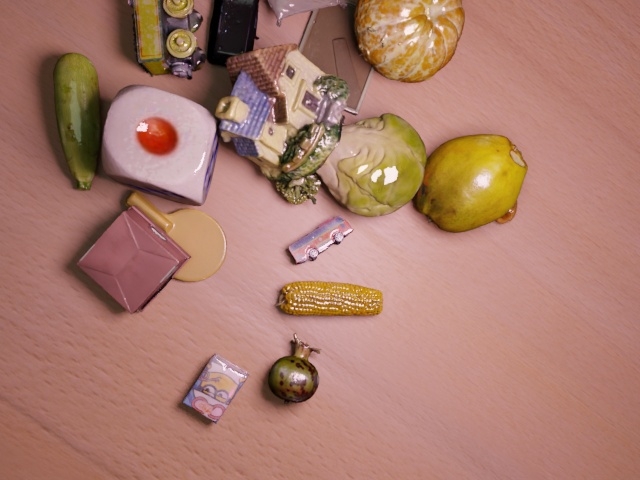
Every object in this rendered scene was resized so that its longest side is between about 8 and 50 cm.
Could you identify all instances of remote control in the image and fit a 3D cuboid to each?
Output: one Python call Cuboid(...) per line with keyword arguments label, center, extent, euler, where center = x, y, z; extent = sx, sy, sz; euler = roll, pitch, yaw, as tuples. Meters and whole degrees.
Cuboid(label="remote control", center=(-0.235, -0.700, 1.514), extent=(0.145, 0.062, 0.398), euler=(7, 86, -8))

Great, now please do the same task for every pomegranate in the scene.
Cuboid(label="pomegranate", center=(-0.067, 0.366, 1.456), extent=(0.148, 0.148, 0.169), euler=(35, 58, -5))

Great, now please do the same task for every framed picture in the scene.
Cuboid(label="framed picture", center=(0.057, -0.563, 1.566), extent=(0.241, 0.020, 0.324), euler=(20, 85, -6))

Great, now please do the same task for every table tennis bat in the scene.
Cuboid(label="table tennis bat", center=(-0.408, -0.022, 1.465), extent=(0.321, 0.050, 0.198), euler=(40, 85, -7))

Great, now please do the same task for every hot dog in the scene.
Cuboid(label="hot dog", center=(0.549, -0.122, 1.593), extent=(0.090, 0.060, 0.140), euler=(-15, 96, -12))

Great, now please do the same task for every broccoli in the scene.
Cuboid(label="broccoli", center=(-0.064, -0.167, 1.480), extent=(0.130, 0.120, 0.131), euler=(13, 89, 0))

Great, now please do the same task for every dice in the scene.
Cuboid(label="dice", center=(-0.407, -0.241, 1.376), extent=(0.259, 0.251, 0.243), euler=(15, 84, -7))

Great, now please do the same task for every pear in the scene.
Cuboid(label="pear", center=(0.420, -0.165, 1.484), extent=(0.321, 0.269, 0.269), euler=(-42, 93, 11))

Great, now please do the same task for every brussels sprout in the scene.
Cuboid(label="brussels sprout", center=(0.142, -0.203, 1.447), extent=(0.317, 0.242, 0.273), euler=(-11, 86, -10))

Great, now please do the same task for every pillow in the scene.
Cuboid(label="pillow", center=(-0.045, -0.722, 1.507), extent=(0.255, 0.059, 0.169), euler=(-24, 93, -17))

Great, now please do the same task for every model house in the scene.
Cuboid(label="model house", center=(-0.113, -0.347, 1.354), extent=(0.266, 0.261, 0.321), euler=(28, 77, -44))

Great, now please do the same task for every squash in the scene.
Cuboid(label="squash", center=(-0.654, -0.322, 1.415), extent=(0.119, 0.118, 0.370), euler=(-3, 90, -8))

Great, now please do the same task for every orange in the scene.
Cuboid(label="orange", center=(0.253, -0.612, 1.467), extent=(0.329, 0.249, 0.329), euler=(-5, 104, -22))

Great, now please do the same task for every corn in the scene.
Cuboid(label="corn", center=(0.026, 0.164, 1.486), extent=(0.311, 0.101, 0.101), euler=(2, 87, -6))

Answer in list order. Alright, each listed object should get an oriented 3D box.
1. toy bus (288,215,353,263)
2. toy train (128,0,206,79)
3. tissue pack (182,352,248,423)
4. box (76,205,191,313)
Cuboid(label="toy bus", center=(0.000, 0.000, 1.510), extent=(0.192, 0.065, 0.077), euler=(-32, 84, -8))
Cuboid(label="toy train", center=(-0.419, -0.574, 1.452), extent=(0.178, 0.134, 0.260), euler=(-6, 87, 1))
Cuboid(label="tissue pack", center=(-0.288, 0.408, 1.450), extent=(0.116, 0.065, 0.155), euler=(34, 83, -4))
Cuboid(label="box", center=(-0.499, 0.055, 1.405), extent=(0.215, 0.086, 0.215), euler=(44, 99, -4))
